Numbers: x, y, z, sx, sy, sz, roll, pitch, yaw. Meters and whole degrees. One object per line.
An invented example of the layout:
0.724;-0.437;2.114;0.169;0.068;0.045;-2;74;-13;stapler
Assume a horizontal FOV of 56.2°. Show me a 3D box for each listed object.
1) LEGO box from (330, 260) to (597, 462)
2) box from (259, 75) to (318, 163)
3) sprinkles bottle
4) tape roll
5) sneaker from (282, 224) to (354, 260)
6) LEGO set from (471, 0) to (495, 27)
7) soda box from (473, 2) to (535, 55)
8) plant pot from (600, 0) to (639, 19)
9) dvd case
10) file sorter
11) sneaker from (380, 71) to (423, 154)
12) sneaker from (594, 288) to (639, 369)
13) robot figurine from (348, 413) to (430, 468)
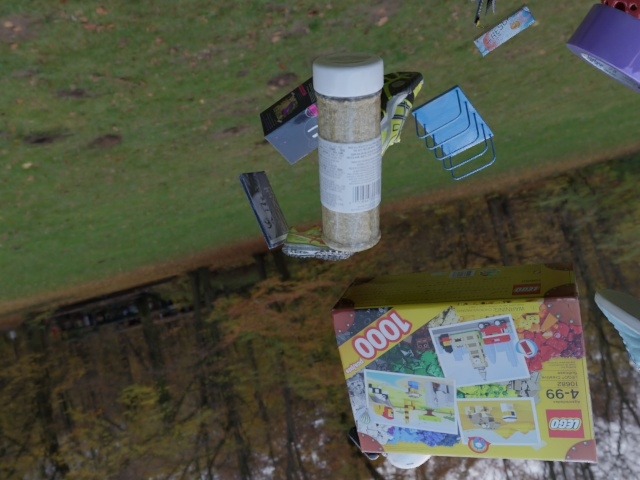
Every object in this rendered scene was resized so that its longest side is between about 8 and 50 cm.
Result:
0.315;0.267;1.322;0.501;0.372;0.193;-7;-164;24;LEGO box
-0.048;-0.415;2.040;0.270;0.143;0.165;-31;136;18;box
0.053;-0.156;1.101;0.121;0.355;0.121;-2;-150;1;sprinkles bottle
0.534;-0.330;1.049;0.080;0.189;0.189;-58;160;20;tape roll
0.000;0.000;1.681;0.209;0.094;0.081;6;160;1;sneaker
0.267;-0.551;1.009;0.192;0.254;0.331;11;166;20;LEGO set
0.569;-0.654;1.864;0.183;0.058;0.063;-31;-163;26;soda box
0.793;-0.554;1.450;0.191;0.174;0.191;-13;-178;0;plant pot
-0.153;-0.092;1.710;0.018;0.221;0.164;-22;-178;19;dvd case
0.304;-0.236;1.354;0.118;0.104;0.170;-25;133;30;file sorter
0.192;-0.373;1.783;0.145;0.147;0.384;12;-131;36;sneaker
0.879;0.274;1.655;0.135;0.150;0.366;4;-153;-22;sneaker
0.203;0.502;1.684;0.209;0.278;0.174;-52;142;9;robot figurine
